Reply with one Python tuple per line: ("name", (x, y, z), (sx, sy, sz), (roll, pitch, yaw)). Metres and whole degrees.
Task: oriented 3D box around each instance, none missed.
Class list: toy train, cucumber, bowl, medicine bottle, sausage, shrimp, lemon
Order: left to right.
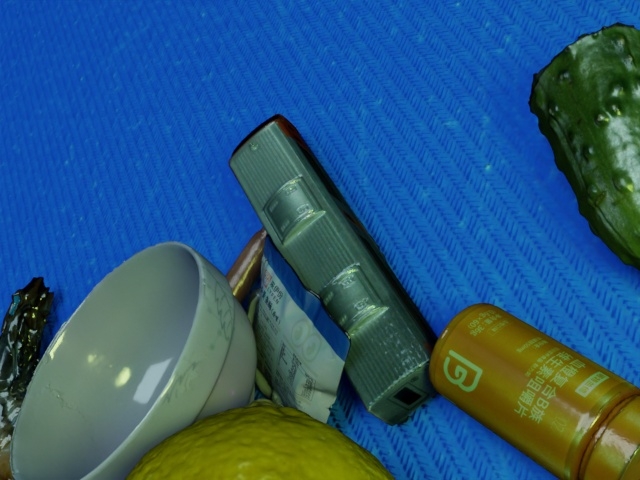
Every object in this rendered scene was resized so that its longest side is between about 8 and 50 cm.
("shrimp", (-0.357, 0.173, 1.074), (0.222, 0.054, 0.290), (-14, 61, 30))
("bowl", (-0.173, 0.156, 0.869), (0.287, 0.144, 0.287), (-31, 37, 26))
("sausage", (-0.088, 0.034, 0.978), (0.042, 0.036, 0.158), (27, 81, 30))
("lemon", (-0.047, 0.274, 0.659), (0.293, 0.293, 0.293), (-17, 56, 27))
("toy train", (0.000, 0.000, 0.881), (0.086, 0.089, 0.409), (-39, 54, 10))
("medicine bottle", (0.187, 0.132, 0.687), (0.192, 0.096, 0.096), (33, 86, 43))
("cucumber", (0.277, -0.059, 0.724), (0.134, 0.134, 0.244), (-26, 57, 21))

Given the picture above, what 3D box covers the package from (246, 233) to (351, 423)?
("package", (-0.031, 0.108, 0.841), (0.171, 0.027, 0.173), (51, 137, 42))
